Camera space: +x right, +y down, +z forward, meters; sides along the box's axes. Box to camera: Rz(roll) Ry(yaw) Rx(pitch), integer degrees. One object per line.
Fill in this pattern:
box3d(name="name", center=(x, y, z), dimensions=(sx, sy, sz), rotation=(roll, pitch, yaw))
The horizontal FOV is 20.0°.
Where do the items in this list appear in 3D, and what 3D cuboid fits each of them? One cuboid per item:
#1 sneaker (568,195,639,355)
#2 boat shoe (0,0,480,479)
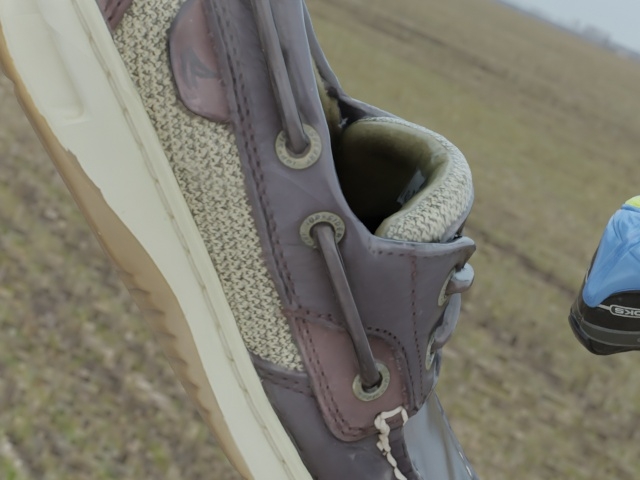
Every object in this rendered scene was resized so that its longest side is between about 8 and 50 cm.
box3d(name="sneaker", center=(0.177, 0.027, 0.772), dimensions=(0.188, 0.078, 0.067), rotation=(8, 38, -38))
box3d(name="boat shoe", center=(0.000, 0.000, 0.509), dimensions=(0.103, 0.092, 0.285), rotation=(-99, 162, -58))
